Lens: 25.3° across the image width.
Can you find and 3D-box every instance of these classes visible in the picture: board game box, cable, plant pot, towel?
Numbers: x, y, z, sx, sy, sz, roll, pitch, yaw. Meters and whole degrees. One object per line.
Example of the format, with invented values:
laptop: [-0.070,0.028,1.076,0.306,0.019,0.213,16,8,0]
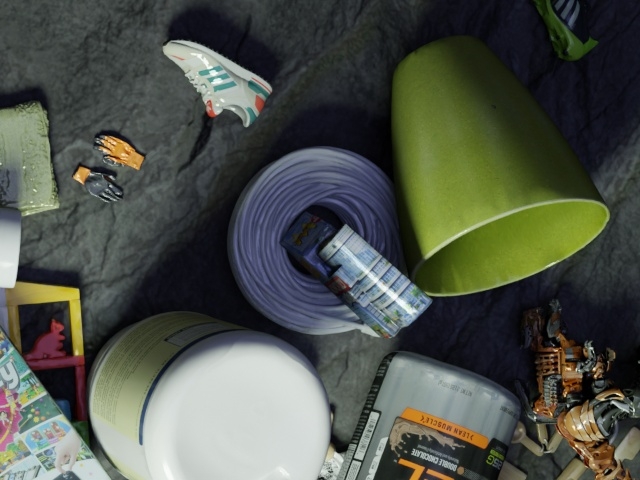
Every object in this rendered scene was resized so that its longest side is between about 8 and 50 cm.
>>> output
board game box: [-0.433,0.254,1.783,0.224,0.097,0.303,-36,93,-10]
cable: [0.000,0.000,1.948,0.257,0.089,0.257,4,93,-16]
plant pot: [0.203,-0.116,1.905,0.275,0.275,0.293,-13,68,-15]
board game box: [0.039,0.040,1.838,0.194,0.194,0.060,40,82,0]
towel: [-0.402,-0.104,1.852,0.110,0.027,0.148,-9,98,-14]

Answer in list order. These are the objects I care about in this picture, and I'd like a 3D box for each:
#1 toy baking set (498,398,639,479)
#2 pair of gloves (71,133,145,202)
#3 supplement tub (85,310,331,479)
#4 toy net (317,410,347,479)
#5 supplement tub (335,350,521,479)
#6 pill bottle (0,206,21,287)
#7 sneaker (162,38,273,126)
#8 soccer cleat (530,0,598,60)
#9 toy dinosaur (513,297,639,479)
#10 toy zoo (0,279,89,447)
toy baking set: [0.365,0.339,2.112,0.256,0.030,0.197,9,92,-17]
pair of gloves: [-0.282,-0.096,1.897,0.074,0.010,0.083,31,86,-17]
supplement tub: [-0.153,0.213,1.782,0.235,0.325,0.235,-2,95,-26]
toy net: [-0.023,0.280,1.986,0.122,0.045,0.232,-38,104,-10]
supplement tub: [0.125,0.337,1.929,0.207,0.207,0.338,24,79,-17]
pill bottle: [-0.501,-0.001,1.772,0.246,0.136,0.136,6,93,-15]
sneaker: [-0.145,-0.209,1.902,0.161,0.057,0.075,26,81,-19]
soccer cleat: [0.343,-0.345,2.038,0.072,0.060,0.179,-31,109,-21]
toy dinosaur: [0.405,0.234,2.063,0.218,0.164,0.322,-23,106,-3]
toy zoo: [-0.407,0.169,1.872,0.192,0.030,0.293,-4,96,-15]
